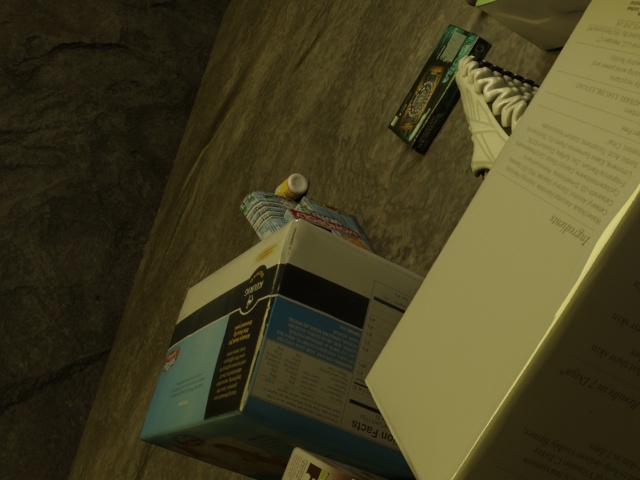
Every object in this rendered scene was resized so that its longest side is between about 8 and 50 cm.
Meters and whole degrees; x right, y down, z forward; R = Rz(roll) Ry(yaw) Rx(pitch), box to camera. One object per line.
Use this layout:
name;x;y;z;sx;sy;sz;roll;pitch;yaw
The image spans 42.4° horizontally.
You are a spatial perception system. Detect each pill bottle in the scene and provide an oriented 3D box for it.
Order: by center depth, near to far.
pill bottle;-0.062;-0.098;1.640;0.083;0.043;0.043;-35;35;54

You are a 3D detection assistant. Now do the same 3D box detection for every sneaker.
sneaker;0.207;-0.126;0.945;0.292;0.110;0.118;-103;34;-60

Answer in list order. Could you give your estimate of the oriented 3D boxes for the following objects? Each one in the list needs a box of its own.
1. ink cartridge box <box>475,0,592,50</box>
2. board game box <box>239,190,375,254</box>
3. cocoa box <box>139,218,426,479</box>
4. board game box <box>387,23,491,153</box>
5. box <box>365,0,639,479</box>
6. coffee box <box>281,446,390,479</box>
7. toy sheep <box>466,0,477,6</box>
ink cartridge box;0.335;-0.406;0.920;0.353;0.119;0.207;-65;20;-3
board game box;0.000;0.000;1.229;0.060;0.194;0.194;-60;35;15
cocoa box;-0.040;0.161;1.016;0.347;0.232;0.227;-31;40;56
board game box;0.175;-0.229;1.241;0.186;0.026;0.126;-59;21;14
box;0.220;0.031;0.560;0.345;0.215;0.168;-60;21;11
coffee box;0.081;0.278;0.679;0.297;0.168;0.118;-5;61;67
toy sheep;0.240;-0.411;1.211;0.091;0.091;0.132;-134;53;-68
